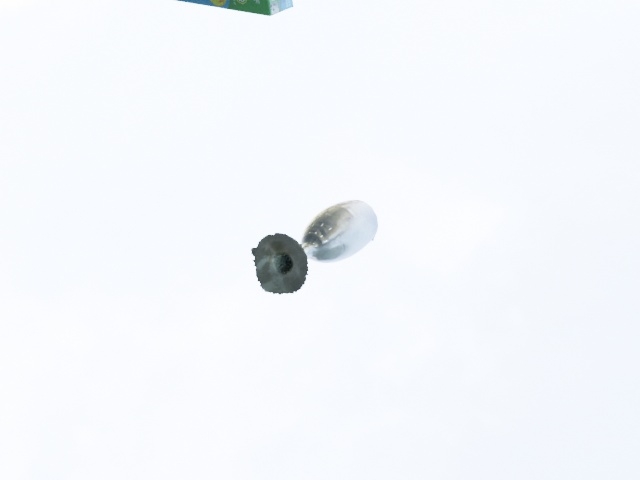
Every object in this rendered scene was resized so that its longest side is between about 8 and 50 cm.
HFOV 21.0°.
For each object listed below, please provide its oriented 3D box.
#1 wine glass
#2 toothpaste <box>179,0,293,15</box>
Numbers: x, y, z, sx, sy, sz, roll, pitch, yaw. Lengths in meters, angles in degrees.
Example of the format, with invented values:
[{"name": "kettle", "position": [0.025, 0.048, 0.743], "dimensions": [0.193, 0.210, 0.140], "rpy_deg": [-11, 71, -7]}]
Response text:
[{"name": "wine glass", "position": [0.000, 0.000, 1.736], "dimensions": [0.066, 0.066, 0.198], "rpy_deg": [-26, -178, 28]}, {"name": "toothpaste", "position": [-0.152, -0.341, 2.229], "dimensions": [0.267, 0.065, 0.050], "rpy_deg": [15, -150, 37]}]
